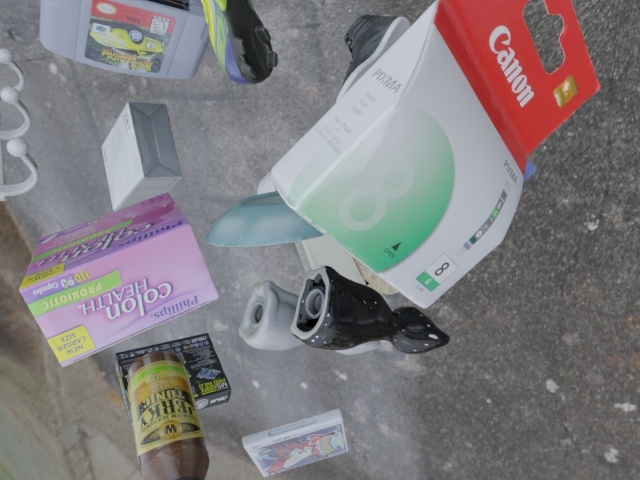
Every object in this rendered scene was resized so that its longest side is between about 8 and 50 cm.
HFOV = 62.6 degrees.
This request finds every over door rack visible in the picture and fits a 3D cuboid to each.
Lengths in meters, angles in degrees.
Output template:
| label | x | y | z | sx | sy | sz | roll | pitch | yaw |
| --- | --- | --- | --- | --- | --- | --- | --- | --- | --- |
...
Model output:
| label | x | y | z | sx | sy | sz | roll | pitch | yaw |
| --- | --- | --- | --- | --- | --- | --- | --- | --- | --- |
| over door rack | -0.460 | -0.126 | 0.498 | 0.239 | 0.324 | 0.108 | 56 | 145 | 41 |

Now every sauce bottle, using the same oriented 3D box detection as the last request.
| label | x | y | z | sx | sy | sz | roll | pitch | yaw |
| --- | --- | --- | --- | --- | --- | --- | --- | --- | --- |
| sauce bottle | -0.242 | 0.328 | 0.857 | 0.344 | 0.112 | 0.111 | -129 | 31 | -49 |

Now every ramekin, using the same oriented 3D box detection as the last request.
| label | x | y | z | sx | sy | sz | roll | pitch | yaw |
| --- | --- | --- | --- | --- | --- | --- | --- | --- | --- |
| ramekin | -0.121 | -0.154 | 1.811 | 0.109 | 0.207 | 0.207 | -25 | 104 | 37 |

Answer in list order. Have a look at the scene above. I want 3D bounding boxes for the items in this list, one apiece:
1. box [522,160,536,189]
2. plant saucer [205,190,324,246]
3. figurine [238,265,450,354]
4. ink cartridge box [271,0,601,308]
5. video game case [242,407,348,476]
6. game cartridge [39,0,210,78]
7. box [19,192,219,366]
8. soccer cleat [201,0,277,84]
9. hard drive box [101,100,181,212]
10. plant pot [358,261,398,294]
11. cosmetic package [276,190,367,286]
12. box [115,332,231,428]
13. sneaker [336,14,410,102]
| label | x | y | z | sx | sy | sz | roll | pitch | yaw |
| --- | --- | --- | --- | --- | --- | --- | --- | --- | --- |
| box | 0.333 | -0.111 | 1.134 | 0.136 | 0.036 | 0.225 | 36 | 124 | -7 |
| plant saucer | -0.042 | -0.035 | 0.621 | 0.195 | 0.195 | 0.037 | 2 | 107 | 34 |
| figurine | 0.029 | 0.116 | 0.706 | 0.210 | 0.092 | 0.215 | 21 | 158 | -32 |
| ink cartridge box | 0.103 | -0.068 | 0.362 | 0.225 | 0.056 | 0.181 | -43 | 136 | 11 |
| video game case | -0.040 | 0.394 | 1.014 | 0.184 | 0.023 | 0.201 | -15 | 142 | -5 |
| game cartridge | -0.356 | -0.392 | 0.980 | 0.196 | 0.294 | 0.060 | -37 | 54 | 56 |
| box | -0.289 | 0.038 | 0.767 | 0.243 | 0.214 | 0.117 | 35 | 145 | 63 |
| soccer cleat | -0.152 | -0.370 | 0.774 | 0.121 | 0.093 | 0.289 | 22 | 139 | 44 |
| hard drive box | -0.423 | -0.186 | 1.224 | 0.232 | 0.089 | 0.181 | -25 | 76 | 50 |
| plant pot | 0.225 | 0.008 | 1.797 | 0.334 | 0.305 | 0.333 | 6 | 127 | 8 |
| cosmetic package | 0.000 | 0.000 | 1.285 | 0.160 | 0.113 | 0.309 | -175 | 64 | -79 |
| box | -0.411 | 0.381 | 1.463 | 0.216 | 0.270 | 0.060 | 55 | 142 | 39 |
| sneaker | 0.107 | -0.487 | 1.432 | 0.147 | 0.295 | 0.105 | 34 | 180 | 38 |
